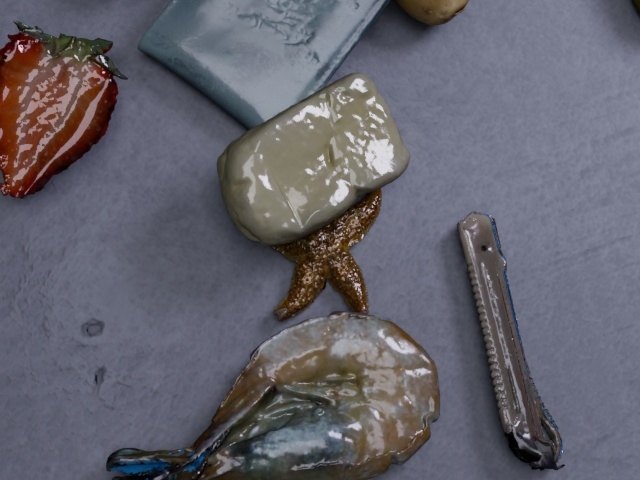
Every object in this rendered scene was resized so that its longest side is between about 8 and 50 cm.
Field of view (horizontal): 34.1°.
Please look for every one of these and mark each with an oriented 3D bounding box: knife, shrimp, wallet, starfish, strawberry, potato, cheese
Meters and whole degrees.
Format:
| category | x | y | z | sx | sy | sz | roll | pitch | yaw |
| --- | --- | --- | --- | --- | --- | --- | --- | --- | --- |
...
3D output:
| category | x | y | z | sx | sy | sz | roll | pitch | yaw |
| --- | --- | --- | --- | --- | --- | --- | --- | --- | --- |
| knife | 0.250 | 0.135 | 1.418 | 0.089 | 0.043 | 0.365 | -4 | 75 | -39 |
| shrimp | -0.058 | 0.231 | 1.344 | 0.446 | 0.110 | 0.221 | -18 | 80 | -9 |
| wallet | -0.072 | -0.307 | 1.448 | 0.251 | 0.054 | 0.290 | 38 | 89 | 4 |
| starfish | 0.000 | -0.001 | 1.423 | 0.227 | 0.043 | 0.240 | 41 | 74 | 2 |
| strawberry | -0.356 | -0.166 | 1.404 | 0.175 | 0.098 | 0.228 | 5 | 91 | -19 |
| potato | 0.142 | -0.387 | 1.469 | 0.119 | 0.109 | 0.178 | -28 | 84 | -16 |
| cheese | -0.011 | -0.102 | 1.381 | 0.263 | 0.093 | 0.159 | -31 | 91 | -21 |

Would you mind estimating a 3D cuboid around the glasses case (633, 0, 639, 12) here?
| category | x | y | z | sx | sy | sz | roll | pitch | yaw |
| --- | --- | --- | --- | --- | --- | --- | --- | --- | --- |
| glasses case | 0.505 | -0.501 | 1.503 | 0.173 | 0.141 | 0.371 | -16 | 81 | -8 |
